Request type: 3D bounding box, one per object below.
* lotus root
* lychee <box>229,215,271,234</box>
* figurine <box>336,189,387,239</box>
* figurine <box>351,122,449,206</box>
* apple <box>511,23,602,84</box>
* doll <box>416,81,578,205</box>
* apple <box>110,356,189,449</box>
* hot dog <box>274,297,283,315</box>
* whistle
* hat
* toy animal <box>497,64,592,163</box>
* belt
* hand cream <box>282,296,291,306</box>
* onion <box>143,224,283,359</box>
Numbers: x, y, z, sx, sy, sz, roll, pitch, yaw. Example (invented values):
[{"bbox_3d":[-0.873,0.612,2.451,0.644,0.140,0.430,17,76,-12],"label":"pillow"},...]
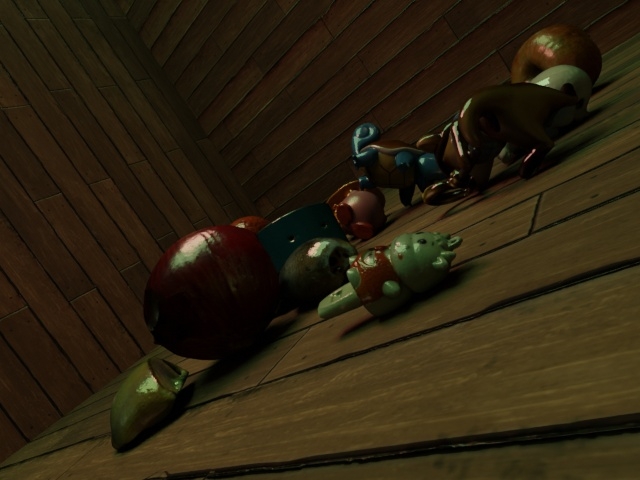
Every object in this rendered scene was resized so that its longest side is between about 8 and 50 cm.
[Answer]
[{"bbox_3d":[-0.028,0.081,1.077,0.158,0.139,0.322,-37,3,-34],"label":"lotus root"},{"bbox_3d":[-0.254,0.023,1.628,0.300,0.255,0.255,-14,15,36],"label":"lychee"},{"bbox_3d":[0.151,-0.096,1.537,0.173,0.173,0.173,-34,4,3],"label":"figurine"},{"bbox_3d":[0.250,-0.259,1.530,0.243,0.416,0.297,-48,-28,-18],"label":"figurine"},{"bbox_3d":[0.831,-0.604,1.496,0.250,0.277,0.309,-18,17,-9],"label":"apple"},{"bbox_3d":[0.388,-0.225,0.991,0.318,0.209,0.340,-28,1,-14],"label":"doll"},{"bbox_3d":[-0.400,0.357,0.953,0.193,0.120,0.265,-46,4,-12],"label":"apple"},{"bbox_3d":[-0.124,0.162,1.208,0.041,0.056,0.133,-16,-43,-29],"label":"hot dog"},{"bbox_3d":[0.101,0.055,0.661,0.253,0.105,0.102,-32,-12,23],"label":"whistle"},{"bbox_3d":[0.156,-0.080,1.701,0.233,0.245,0.233,-97,26,-52],"label":"hat"},{"bbox_3d":[0.578,-0.354,1.180,0.289,0.174,0.249,-34,5,14],"label":"toy animal"},{"bbox_3d":[-0.102,0.055,1.347,0.300,0.173,0.437,-12,-16,-47],"label":"belt"},{"bbox_3d":[-0.050,0.139,1.251,0.235,0.055,0.086,-40,-2,32],"label":"hand cream"},{"bbox_3d":[-0.265,0.139,1.040,0.341,0.341,0.341,-34,4,3],"label":"onion"}]
